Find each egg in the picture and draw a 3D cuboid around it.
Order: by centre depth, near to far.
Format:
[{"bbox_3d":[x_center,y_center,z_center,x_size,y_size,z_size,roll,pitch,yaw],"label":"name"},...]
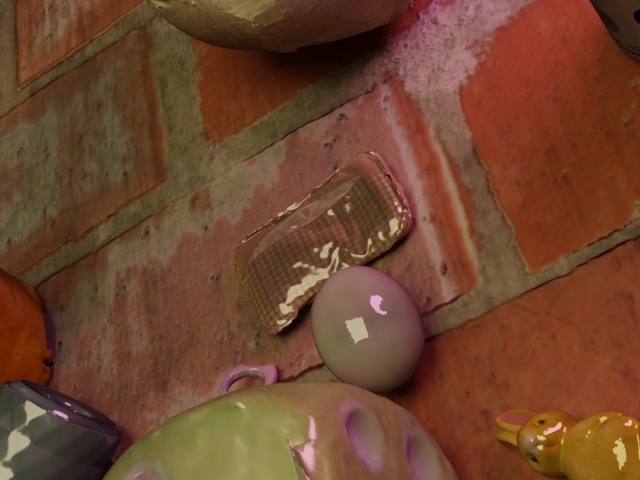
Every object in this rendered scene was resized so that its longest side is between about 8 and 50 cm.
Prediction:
[{"bbox_3d":[0.044,0.083,0.984,0.103,0.103,0.135,-39,48,13],"label":"egg"}]

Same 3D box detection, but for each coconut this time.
[{"bbox_3d":[-0.037,-0.376,1.135,0.360,0.346,0.346,12,74,46],"label":"coconut"}]

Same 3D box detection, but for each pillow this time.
[{"bbox_3d":[-0.001,-0.002,1.110,0.211,0.034,0.135,-39,48,12],"label":"pillow"}]

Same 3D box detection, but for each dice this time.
[{"bbox_3d":[-0.026,0.275,0.836,0.249,0.254,0.252,-30,54,25],"label":"dice"}]

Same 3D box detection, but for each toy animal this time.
[{"bbox_3d":[0.202,0.174,0.848,0.159,0.070,0.083,8,73,44],"label":"toy animal"}]

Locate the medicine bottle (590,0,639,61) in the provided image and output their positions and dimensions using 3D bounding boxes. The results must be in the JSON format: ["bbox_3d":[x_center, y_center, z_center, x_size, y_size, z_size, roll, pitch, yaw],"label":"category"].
[{"bbox_3d":[0.276,-0.282,0.879,0.157,0.288,0.157,-17,58,29],"label":"medicine bottle"}]

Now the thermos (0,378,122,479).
[{"bbox_3d":[-0.347,0.304,1.140,0.287,0.145,0.182,-63,16,-6],"label":"thermos"}]

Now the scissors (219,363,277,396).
[{"bbox_3d":[-0.110,0.189,1.021,0.212,0.021,0.110,-29,41,-29],"label":"scissors"}]

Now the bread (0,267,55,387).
[{"bbox_3d":[-0.507,0.146,1.191,0.250,0.394,0.361,10,70,23],"label":"bread"}]
